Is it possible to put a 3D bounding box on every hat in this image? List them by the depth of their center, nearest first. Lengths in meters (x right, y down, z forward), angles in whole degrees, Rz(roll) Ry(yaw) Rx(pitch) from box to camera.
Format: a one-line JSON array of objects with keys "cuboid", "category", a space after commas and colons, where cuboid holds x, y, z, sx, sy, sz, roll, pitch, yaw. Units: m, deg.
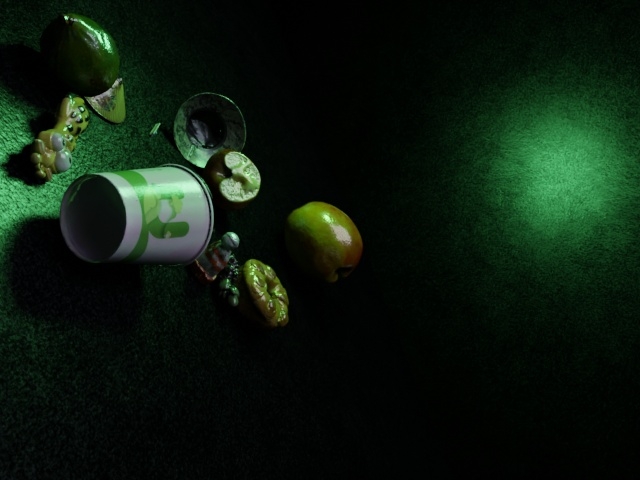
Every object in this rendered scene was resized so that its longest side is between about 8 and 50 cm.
[{"cuboid": [-0.578, -0.423, 1.777, 0.193, 0.082, 0.193, 52, 20, -28], "category": "hat"}, {"cuboid": [-0.285, 0.037, 1.794, 0.094, 0.162, 0.112, 36, 27, -50], "category": "hat"}, {"cuboid": [-0.385, -0.371, 2.151, 0.265, 0.265, 0.128, 51, -12, -34], "category": "hat"}]

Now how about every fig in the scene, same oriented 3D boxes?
[{"cuboid": [-0.584, -0.468, 1.575, 0.195, 0.195, 0.245, 68, -25, 17], "category": "fig"}]

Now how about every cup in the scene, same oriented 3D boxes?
[{"cuboid": [-0.417, -0.054, 1.454, 0.274, 0.253, 0.253, -4, 67, -63], "category": "cup"}]

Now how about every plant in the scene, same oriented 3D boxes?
[{"cuboid": [-0.269, 0.116, 1.863, 0.087, 0.085, 0.174, 3, 61, -23], "category": "plant"}]

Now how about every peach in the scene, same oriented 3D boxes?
[{"cuboid": [0.000, 0.000, 2.493, 0.332, 0.308, 0.308, 52, 14, 14], "category": "peach"}]

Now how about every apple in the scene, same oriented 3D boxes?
[{"cuboid": [-0.297, -0.193, 2.100, 0.173, 0.160, 0.195, 17, 73, -49], "category": "apple"}]

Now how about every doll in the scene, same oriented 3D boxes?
[{"cuboid": [-0.587, -0.241, 1.465, 0.291, 0.086, 0.117, -91, 179, -53], "category": "doll"}]

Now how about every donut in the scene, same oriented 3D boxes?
[{"cuboid": [-0.184, 0.169, 1.967, 0.226, 0.114, 0.226, 53, 20, -28], "category": "donut"}]

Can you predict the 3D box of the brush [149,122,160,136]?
[{"cuboid": [-0.503, -0.338, 1.972, 0.083, 0.016, 0.013, -89, 160, -57], "category": "brush"}]
